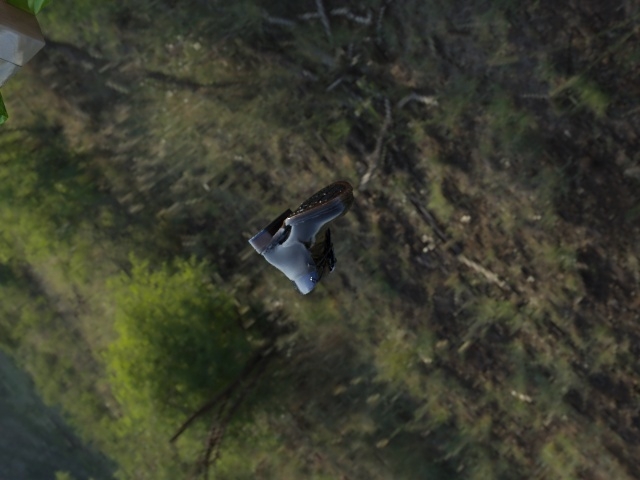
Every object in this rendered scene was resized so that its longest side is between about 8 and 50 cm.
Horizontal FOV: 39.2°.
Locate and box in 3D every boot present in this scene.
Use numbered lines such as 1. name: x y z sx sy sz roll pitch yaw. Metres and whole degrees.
1. boot: 0.000 0.000 1.137 0.106 0.082 0.219 53 147 -7

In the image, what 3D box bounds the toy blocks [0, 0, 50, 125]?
1. toy blocks: -0.539 -0.230 1.096 0.261 0.381 0.191 17 -137 -58
